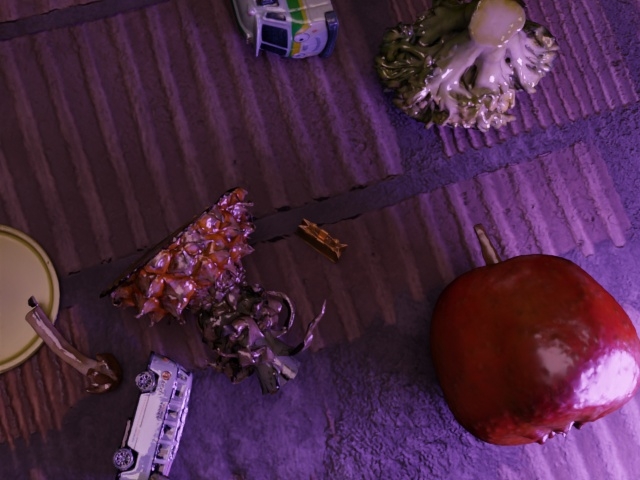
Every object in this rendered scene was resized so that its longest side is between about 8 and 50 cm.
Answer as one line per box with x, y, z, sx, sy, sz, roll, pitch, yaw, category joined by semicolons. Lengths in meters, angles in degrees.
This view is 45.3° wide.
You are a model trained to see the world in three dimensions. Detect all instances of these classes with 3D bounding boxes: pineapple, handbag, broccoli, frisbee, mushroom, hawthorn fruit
-0.134;0.098;1.116;0.262;0.262;0.272;-40;99;-11;pineapple
0.000;0.000;1.212;0.083;0.061;0.027;35;80;0;handbag
0.244;-0.288;1.200;0.288;0.245;0.248;-41;95;-6;broccoli
-0.514;0.089;1.164;0.235;0.017;0.236;1;79;-5;frisbee
-0.372;0.158;1.137;0.187;0.061;0.060;41;90;-3;mushroom
0.293;0.126;1.121;0.287;0.287;0.331;-19;75;-9;hawthorn fruit

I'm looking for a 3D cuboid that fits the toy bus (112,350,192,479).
-0.244;0.265;1.127;0.088;0.087;0.194;15;77;-10;toy bus

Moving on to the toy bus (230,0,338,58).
-0.075;-0.435;1.252;0.164;0.134;0.276;-14;80;-9;toy bus

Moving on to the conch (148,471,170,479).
-0.162;0.447;1.072;0.233;0.137;0.114;27;121;-15;conch
